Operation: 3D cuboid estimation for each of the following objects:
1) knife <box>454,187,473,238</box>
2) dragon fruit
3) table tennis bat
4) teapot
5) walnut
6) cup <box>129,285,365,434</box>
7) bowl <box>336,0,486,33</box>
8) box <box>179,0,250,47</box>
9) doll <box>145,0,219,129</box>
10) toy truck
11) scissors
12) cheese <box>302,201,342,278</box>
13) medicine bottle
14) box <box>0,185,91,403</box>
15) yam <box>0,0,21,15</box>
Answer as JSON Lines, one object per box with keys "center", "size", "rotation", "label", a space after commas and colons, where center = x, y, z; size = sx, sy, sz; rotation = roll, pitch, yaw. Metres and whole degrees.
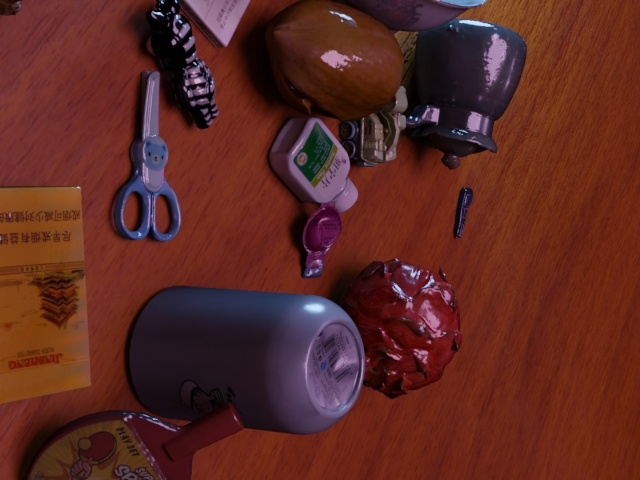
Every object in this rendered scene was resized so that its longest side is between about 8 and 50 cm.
{"center": [0.310, -0.061, 2.206], "size": [0.031, 0.018, 0.121], "rotation": [29, 69, -44], "label": "knife"}
{"center": [0.141, 0.158, 1.842], "size": [0.241, 0.241, 0.252], "rotation": [20, 59, -48], "label": "dragon fruit"}
{"center": [-0.250, 0.304, 1.367], "size": [0.310, 0.038, 0.200], "rotation": [-27, 112, 1], "label": "table tennis bat"}
{"center": [0.269, -0.287, 2.004], "size": [0.305, 0.223, 0.285], "rotation": [12, 87, -63], "label": "teapot"}
{"center": [0.015, -0.312, 1.719], "size": [0.298, 0.203, 0.203], "rotation": [21, 73, -49], "label": "walnut"}
{"center": [-0.103, 0.172, 1.476], "size": [0.205, 0.312, 0.205], "rotation": [0, 90, -53], "label": "cup"}
{"center": [0.123, -0.479, 1.840], "size": [0.345, 0.157, 0.345], "rotation": [22, 38, -19], "label": "bowl"}
{"center": [-0.193, -0.410, 1.599], "size": [0.198, 0.029, 0.109], "rotation": [46, 55, -41], "label": "box"}
{"center": [-0.212, -0.273, 1.543], "size": [0.091, 0.067, 0.219], "rotation": [-62, 141, -47], "label": "doll"}
{"center": [0.104, -0.234, 1.884], "size": [0.085, 0.116, 0.191], "rotation": [-3, 92, -52], "label": "toy truck"}
{"center": [-0.256, -0.127, 1.516], "size": [0.125, 0.030, 0.256], "rotation": [5, 86, -53], "label": "scissors"}
{"center": [0.000, 0.000, 1.792], "size": [0.095, 0.038, 0.145], "rotation": [-5, 116, -42], "label": "cheese"}
{"center": [-0.006, -0.127, 1.786], "size": [0.183, 0.069, 0.119], "rotation": [49, 59, -40], "label": "medicine bottle"}
{"center": [-0.394, 0.067, 1.311], "size": [0.174, 0.076, 0.274], "rotation": [-5, 93, -49], "label": "box"}
{"center": [-0.414, -0.411, 1.264], "size": [0.128, 0.129, 0.238], "rotation": [23, 68, -85], "label": "yam"}
